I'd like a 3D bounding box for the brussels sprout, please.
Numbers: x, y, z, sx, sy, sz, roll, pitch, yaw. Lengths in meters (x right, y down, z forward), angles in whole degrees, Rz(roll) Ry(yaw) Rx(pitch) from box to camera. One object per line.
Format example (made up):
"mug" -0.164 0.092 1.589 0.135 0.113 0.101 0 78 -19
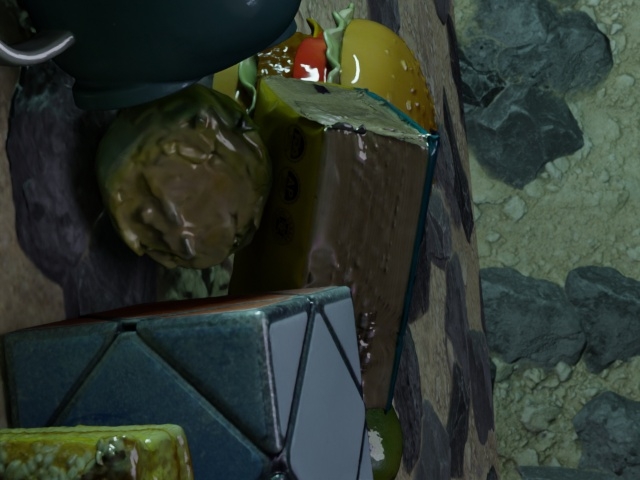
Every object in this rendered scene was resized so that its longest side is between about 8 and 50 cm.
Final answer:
"brussels sprout" -0.118 -0.060 0.931 0.152 0.149 0.122 -68 -156 16

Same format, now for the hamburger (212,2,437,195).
"hamburger" 0.021 -0.117 1.214 0.274 0.212 0.275 -6 90 -72

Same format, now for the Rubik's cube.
"Rubik's cube" -0.087 0.148 0.824 0.207 0.205 0.205 -6 90 -73

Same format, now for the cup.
"cup" -0.153 -0.236 0.789 0.289 0.219 0.258 -33 120 -36

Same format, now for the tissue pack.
"tissue pack" 0.000 0.000 1.012 0.192 0.134 0.271 -134 -131 -61

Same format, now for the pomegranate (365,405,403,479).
"pomegranate" -0.022 0.196 1.089 0.209 0.180 0.180 22 61 -46

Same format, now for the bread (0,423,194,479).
"bread" -0.155 0.224 0.633 0.110 0.184 0.234 14 71 -64
